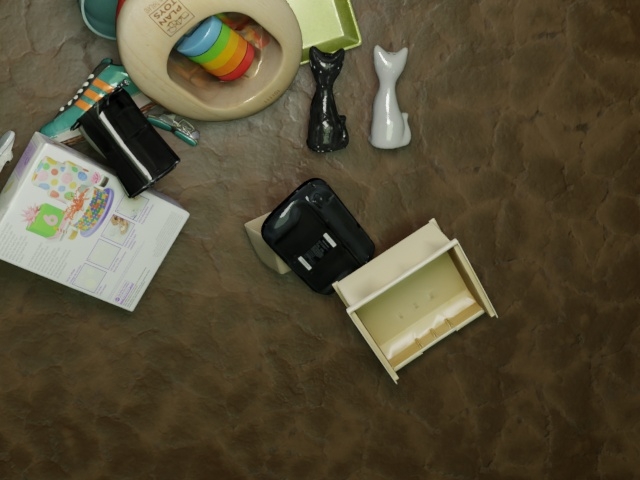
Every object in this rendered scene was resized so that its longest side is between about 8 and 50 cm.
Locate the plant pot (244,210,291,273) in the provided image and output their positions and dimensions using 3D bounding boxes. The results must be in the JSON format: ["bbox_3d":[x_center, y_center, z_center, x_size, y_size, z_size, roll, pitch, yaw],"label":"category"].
[{"bbox_3d":[-0.079,0.005,1.958,0.109,0.109,0.096,-25,124,-30],"label":"plant pot"}]

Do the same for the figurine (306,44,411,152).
[{"bbox_3d":[0.078,-0.293,1.916,0.215,0.092,0.209,-4,112,-9],"label":"figurine"}]

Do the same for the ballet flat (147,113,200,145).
[{"bbox_3d":[-0.295,-0.234,1.920,0.114,0.041,0.041,28,97,-14],"label":"ballet flat"}]

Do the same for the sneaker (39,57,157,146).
[{"bbox_3d":[-0.427,-0.283,1.859,0.302,0.108,0.121,-26,91,-1],"label":"sneaker"}]

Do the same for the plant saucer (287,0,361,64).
[{"bbox_3d":[-0.033,-0.457,1.904,0.188,0.045,0.188,-19,105,-4],"label":"plant saucer"}]

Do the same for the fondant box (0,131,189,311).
[{"bbox_3d":[-0.459,-0.031,1.852,0.330,0.096,0.238,28,97,-35],"label":"fondant box"}]

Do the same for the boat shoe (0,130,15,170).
[{"bbox_3d":[-0.631,-0.171,1.883,0.035,0.035,0.100,29,93,-41],"label":"boat shoe"}]

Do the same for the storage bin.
[{"bbox_3d":[0.203,0.135,2.001,0.262,0.123,0.260,-34,124,-1],"label":"storage bin"}]

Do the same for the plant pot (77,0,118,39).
[{"bbox_3d":[-0.340,-0.538,1.737,0.293,0.293,0.196,-30,72,-1],"label":"plant pot"}]

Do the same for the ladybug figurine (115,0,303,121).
[{"bbox_3d":[-0.210,-0.380,1.722,0.305,0.449,0.162,-37,62,10],"label":"ladybug figurine"}]

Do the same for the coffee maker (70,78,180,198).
[{"bbox_3d":[-0.353,-0.179,1.734,0.120,0.171,0.178,-41,100,-17],"label":"coffee maker"}]

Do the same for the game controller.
[{"bbox_3d":[0.000,0.000,1.920,0.166,0.067,0.319,-36,142,4],"label":"game controller"}]
